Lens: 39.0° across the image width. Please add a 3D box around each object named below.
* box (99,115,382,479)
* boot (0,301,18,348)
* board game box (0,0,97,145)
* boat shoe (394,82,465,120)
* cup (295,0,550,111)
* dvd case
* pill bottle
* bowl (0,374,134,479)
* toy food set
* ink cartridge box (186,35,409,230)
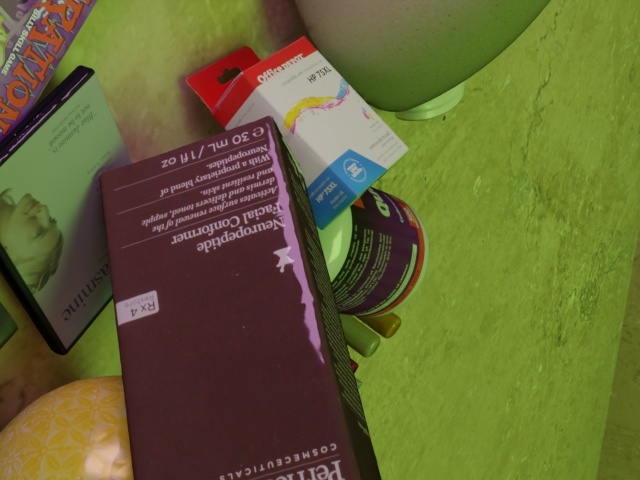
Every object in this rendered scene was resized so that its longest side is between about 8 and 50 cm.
[{"bbox_3d":[-0.080,0.091,0.844,0.143,0.191,0.381,60,13,-62],"label":"box"},{"bbox_3d":[-0.415,0.085,0.716,0.280,0.096,0.264,-45,146,-25],"label":"boot"},{"bbox_3d":[-0.295,-0.221,0.766,0.347,0.056,0.208,-64,150,-14],"label":"board game box"},{"bbox_3d":[0.185,-0.282,1.405,0.277,0.098,0.096,-53,143,-43],"label":"boat shoe"},{"bbox_3d":[0.155,-0.346,1.100,0.331,0.237,0.331,13,72,-46],"label":"cup"},{"bbox_3d":[-0.247,-0.022,0.898,0.180,0.022,0.253,-56,153,-31],"label":"dvd case"},{"bbox_3d":[0.000,0.000,1.171,0.323,0.181,0.181,16,91,-57],"label":"pill bottle"},{"bbox_3d":[-0.276,0.262,0.877,0.156,0.289,0.289,13,94,-14],"label":"bowl"},{"bbox_3d":[0.011,0.186,1.380,0.232,0.104,0.111,-56,161,6],"label":"toy food set"},{"bbox_3d":[-0.025,-0.141,1.030,0.078,0.231,0.134,-43,180,43],"label":"ink cartridge box"}]
